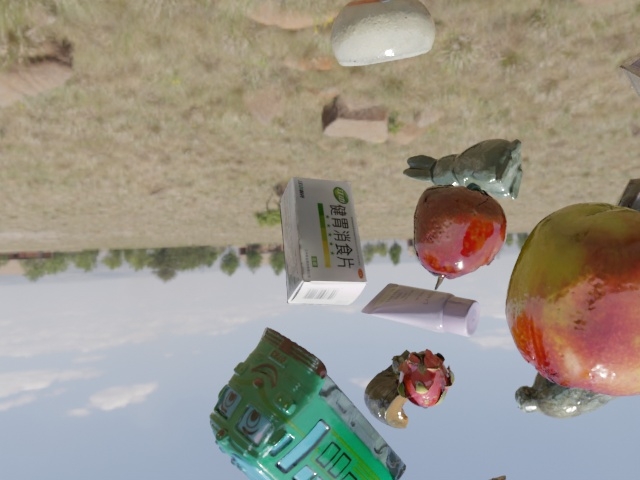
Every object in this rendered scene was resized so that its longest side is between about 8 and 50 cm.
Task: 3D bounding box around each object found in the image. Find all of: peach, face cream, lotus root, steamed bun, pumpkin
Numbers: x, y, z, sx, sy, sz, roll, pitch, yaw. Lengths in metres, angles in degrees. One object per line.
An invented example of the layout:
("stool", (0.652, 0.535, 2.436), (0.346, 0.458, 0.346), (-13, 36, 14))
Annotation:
("peach", (0.334, 0.068, 0.717), (0.231, 0.230, 0.231), (-3, 178, 0))
("face cream", (0.254, 0.167, 1.517), (0.274, 0.096, 0.154), (9, -146, 35))
("lotus root", (0.649, 0.335, 1.499), (0.350, 0.175, 0.175), (-38, 170, 12))
("steamed bun", (0.163, -0.577, 1.634), (0.283, 0.177, 0.283), (-8, -160, 3))
("pumpkin", (0.217, 0.446, 1.817), (0.126, 0.247, 0.131), (9, -164, -22))

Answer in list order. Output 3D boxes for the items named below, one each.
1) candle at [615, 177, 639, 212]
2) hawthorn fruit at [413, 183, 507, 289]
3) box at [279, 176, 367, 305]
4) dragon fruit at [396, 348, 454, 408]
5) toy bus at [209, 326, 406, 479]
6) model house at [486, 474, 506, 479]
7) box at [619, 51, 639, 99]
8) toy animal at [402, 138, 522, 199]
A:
("candle", (0.688, 0.025, 1.101), (0.343, 0.221, 0.221), (24, -169, 25))
("hawthorn fruit", (0.210, -0.003, 0.949), (0.148, 0.171, 0.148), (21, 176, 1))
("box", (-0.001, -0.002, 1.608), (0.173, 0.332, 0.145), (4, 149, -20))
("dragon fruit", (0.159, 0.218, 0.933), (0.086, 0.081, 0.116), (-4, 138, -5))
("toy bus", (-0.025, 0.327, 0.991), (0.199, 0.343, 0.184), (-47, -144, -17))
("model house", (0.213, 0.499, 0.915), (0.181, 0.176, 0.248), (-33, 168, 28))
("box", (0.737, -0.216, 1.223), (0.065, 0.343, 0.200), (-32, -166, 23))
("toy animal", (0.289, -0.139, 1.208), (0.108, 0.138, 0.236), (30, 169, -37))
